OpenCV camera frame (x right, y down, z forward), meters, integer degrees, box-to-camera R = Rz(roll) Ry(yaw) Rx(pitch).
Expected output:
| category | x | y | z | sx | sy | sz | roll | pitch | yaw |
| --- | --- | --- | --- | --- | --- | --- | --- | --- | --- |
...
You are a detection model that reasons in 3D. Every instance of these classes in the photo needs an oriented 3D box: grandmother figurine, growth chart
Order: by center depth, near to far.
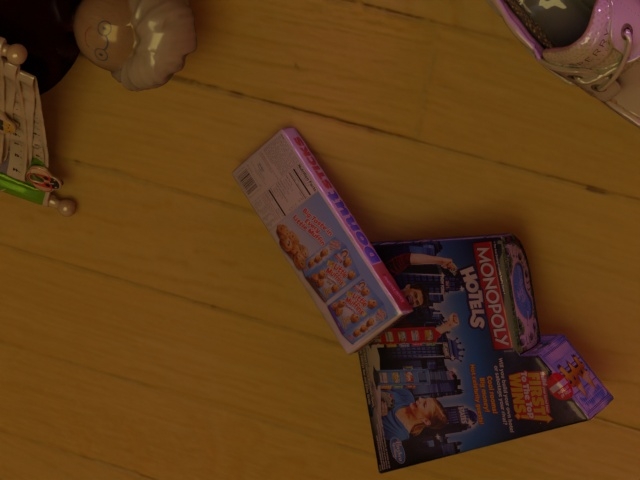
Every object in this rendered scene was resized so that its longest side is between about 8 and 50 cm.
| category | x | y | z | sx | sy | sz | roll | pitch | yaw |
| --- | --- | --- | --- | --- | --- | --- | --- | --- | --- |
| grandmother figurine | -0.256 | -0.193 | 1.272 | 0.342 | 0.104 | 0.207 | 16 | 135 | 13 |
| growth chart | -0.292 | -0.112 | 1.313 | 0.172 | 0.021 | 0.237 | 16 | 149 | 12 |

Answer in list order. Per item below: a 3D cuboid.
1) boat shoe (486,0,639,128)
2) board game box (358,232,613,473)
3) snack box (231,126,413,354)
| category | x | y | z | sx | sy | sz | roll | pitch | yaw |
| --- | --- | --- | --- | --- | --- | --- | --- | --- | --- |
| boat shoe | 0.191 | -0.146 | 1.143 | 0.277 | 0.096 | 0.098 | 38 | 121 | -2 |
| board game box | 0.127 | 0.087 | 1.287 | 0.194 | 0.060 | 0.194 | -3 | 102 | 31 |
| snack box | 0.000 | 0.000 | 1.290 | 0.064 | 0.022 | 0.178 | -39 | 78 | 29 |
